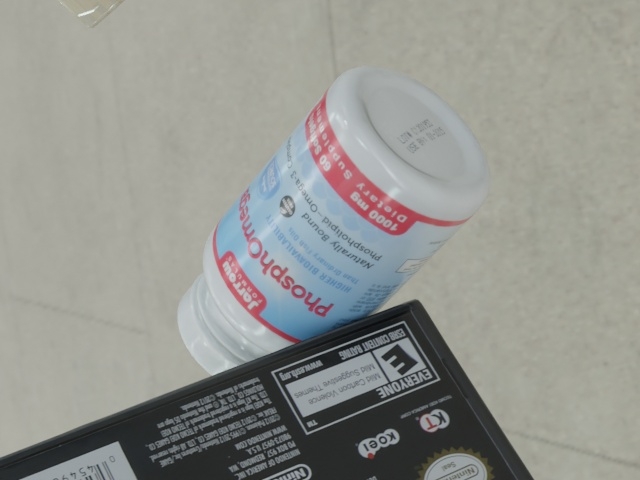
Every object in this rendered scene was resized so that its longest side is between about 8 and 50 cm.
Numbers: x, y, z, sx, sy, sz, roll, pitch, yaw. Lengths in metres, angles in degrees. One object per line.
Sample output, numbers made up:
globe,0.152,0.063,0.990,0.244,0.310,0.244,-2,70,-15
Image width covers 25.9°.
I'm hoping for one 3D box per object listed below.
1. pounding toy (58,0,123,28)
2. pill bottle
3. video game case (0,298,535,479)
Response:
pounding toy,-0.119,-0.212,0.831,0.100,0.141,0.130,-34,26,33
pill bottle,0.000,0.000,0.657,0.160,0.087,0.087,-48,57,33
video game case,-0.013,0.170,0.551,0.248,0.274,0.035,58,151,24
